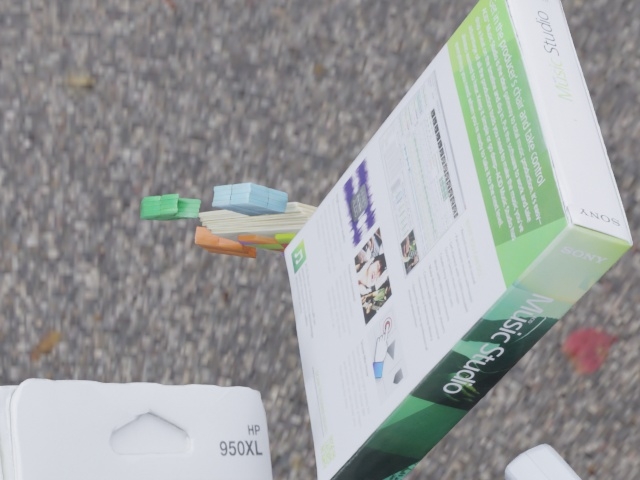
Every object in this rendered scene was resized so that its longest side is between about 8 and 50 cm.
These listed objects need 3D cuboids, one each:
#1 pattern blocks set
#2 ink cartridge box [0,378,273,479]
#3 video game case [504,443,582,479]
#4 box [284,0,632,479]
[{"bbox_3d":[0.000,0.000,1.674,0.325,0.285,0.026,13,78,-33],"label":"pattern blocks set"},{"bbox_3d":[-0.267,0.222,1.416,0.285,0.395,0.166,6,72,-53],"label":"ink cartridge box"},{"bbox_3d":[0.216,0.310,1.062,0.036,0.329,0.300,-29,49,-14],"label":"video game case"},{"bbox_3d":[0.083,0.005,1.314,0.058,0.322,0.232,14,46,-26],"label":"box"}]
